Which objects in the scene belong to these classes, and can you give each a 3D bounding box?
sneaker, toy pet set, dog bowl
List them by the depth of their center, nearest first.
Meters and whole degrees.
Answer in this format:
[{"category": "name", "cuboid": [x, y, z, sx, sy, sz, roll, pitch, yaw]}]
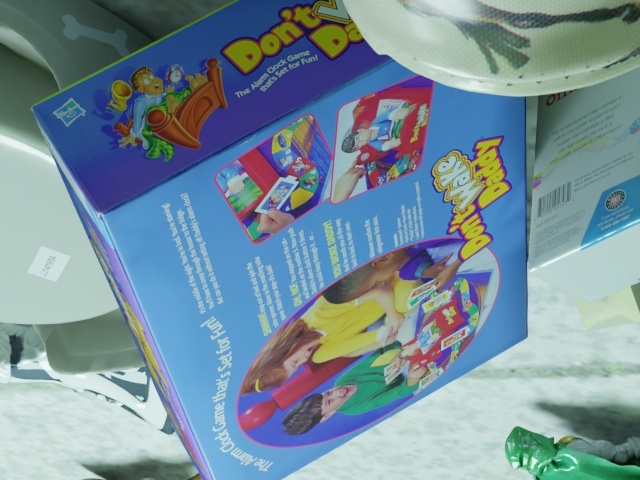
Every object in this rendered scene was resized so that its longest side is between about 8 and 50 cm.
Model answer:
[{"category": "toy pet set", "cuboid": [0.184, -0.007, 0.970, 0.122, 0.065, 0.114, -13, 107, 29]}, {"category": "dog bowl", "cuboid": [-0.217, -0.040, 0.972, 0.348, 0.102, 0.349, 8, 149, 5]}, {"category": "sneaker", "cuboid": [-0.161, 0.096, 1.180, 0.235, 0.094, 0.153, -15, 133, 19]}]

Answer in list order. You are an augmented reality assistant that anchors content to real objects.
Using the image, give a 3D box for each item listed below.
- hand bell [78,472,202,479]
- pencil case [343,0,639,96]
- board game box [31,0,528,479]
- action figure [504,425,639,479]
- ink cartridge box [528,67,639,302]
[{"category": "hand bell", "cuboid": [-0.120, 0.232, 1.406, 0.242, 0.126, 0.126, -32, 130, 33]}, {"category": "pencil case", "cuboid": [0.074, -0.244, 0.452, 0.160, 0.183, 0.410, 43, 155, 35]}, {"category": "board game box", "cuboid": [0.000, 0.000, 0.874, 0.233, 0.078, 0.347, -29, 148, -11]}, {"category": "action figure", "cuboid": [0.254, 0.189, 1.238, 0.232, 0.063, 0.137, 15, 150, -15]}, {"category": "ink cartridge box", "cuboid": [0.162, -0.040, 0.841, 0.052, 0.122, 0.088, 24, 147, -28]}]
